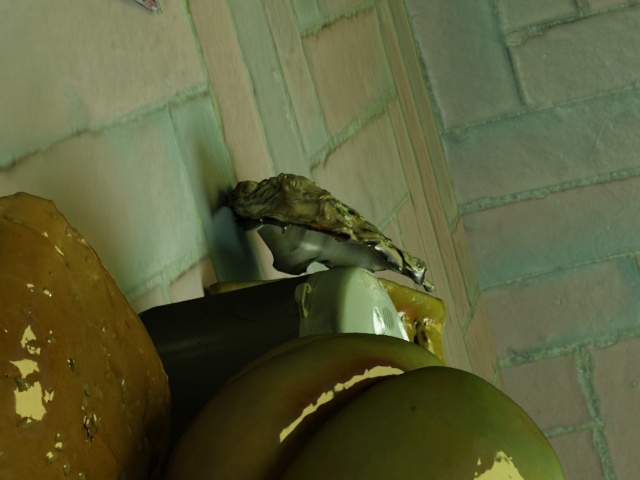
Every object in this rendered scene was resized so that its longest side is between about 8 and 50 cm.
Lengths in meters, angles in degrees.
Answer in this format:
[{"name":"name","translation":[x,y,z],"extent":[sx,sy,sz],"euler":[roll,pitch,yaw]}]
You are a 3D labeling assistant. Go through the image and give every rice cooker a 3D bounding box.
[{"name":"rice cooker","translation":[-0.031,0.172,1.458],"extent":[0.288,0.277,0.288],"euler":[-12,90,-77]}]

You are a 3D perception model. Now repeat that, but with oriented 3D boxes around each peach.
[{"name":"peach","translation":[0.023,0.203,1.161],"extent":[0.247,0.292,0.292],"euler":[65,18,-52]}]

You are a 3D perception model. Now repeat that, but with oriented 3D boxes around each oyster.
[{"name":"oyster","translation":[0.005,-0.008,1.864],"extent":[0.198,0.260,0.092],"euler":[37,68,-54]}]

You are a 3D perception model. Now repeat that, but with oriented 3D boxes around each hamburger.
[{"name":"hamburger","translation":[-0.200,0.116,1.144],"extent":[0.283,0.145,0.259],"euler":[69,13,-49]}]

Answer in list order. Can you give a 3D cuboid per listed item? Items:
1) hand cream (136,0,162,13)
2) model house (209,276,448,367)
[{"name":"hand cream","translation":[-0.211,-0.295,1.666],"extent":[0.275,0.050,0.079],"euler":[12,91,-80]},{"name":"model house","translation":[0.021,0.165,1.797],"extent":[0.173,0.268,0.239],"euler":[95,-10,-68]}]
